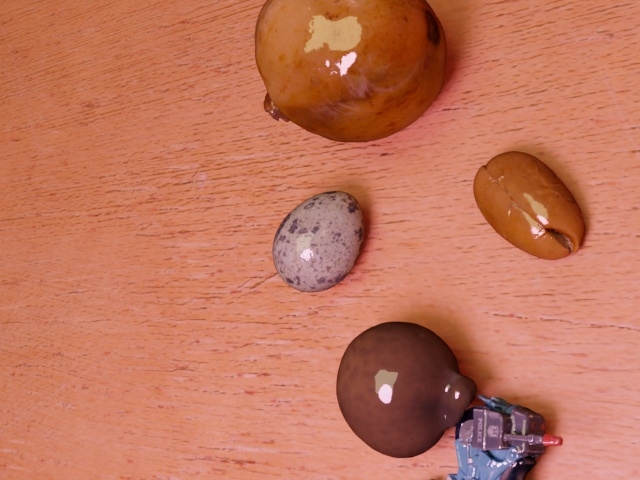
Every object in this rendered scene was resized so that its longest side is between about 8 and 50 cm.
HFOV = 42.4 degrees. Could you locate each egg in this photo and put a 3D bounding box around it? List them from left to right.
[{"bbox_3d":[0.000,0.000,1.286,0.132,0.132,0.172,32,85,36],"label":"egg"}]

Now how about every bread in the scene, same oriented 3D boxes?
[{"bbox_3d":[0.283,-0.052,1.141,0.114,0.077,0.189,-46,54,11],"label":"bread"}]

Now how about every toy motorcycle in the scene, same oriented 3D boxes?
[{"bbox_3d":[0.236,0.335,1.038,0.182,0.123,0.272,-6,74,44],"label":"toy motorcycle"}]

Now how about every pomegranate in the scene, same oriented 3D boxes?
[{"bbox_3d":[0.048,-0.282,1.233,0.307,0.307,0.307,-10,71,32],"label":"pomegranate"}]

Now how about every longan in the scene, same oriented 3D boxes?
[{"bbox_3d":[0.117,0.204,1.130,0.204,0.159,0.185,-3,84,36],"label":"longan"}]

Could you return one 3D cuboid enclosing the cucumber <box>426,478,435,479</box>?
[{"bbox_3d":[0.124,0.377,1.138,0.112,0.064,0.064,-37,59,21],"label":"cucumber"}]
